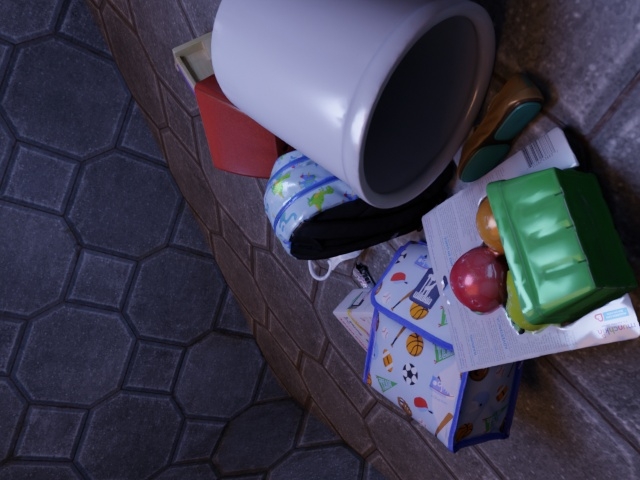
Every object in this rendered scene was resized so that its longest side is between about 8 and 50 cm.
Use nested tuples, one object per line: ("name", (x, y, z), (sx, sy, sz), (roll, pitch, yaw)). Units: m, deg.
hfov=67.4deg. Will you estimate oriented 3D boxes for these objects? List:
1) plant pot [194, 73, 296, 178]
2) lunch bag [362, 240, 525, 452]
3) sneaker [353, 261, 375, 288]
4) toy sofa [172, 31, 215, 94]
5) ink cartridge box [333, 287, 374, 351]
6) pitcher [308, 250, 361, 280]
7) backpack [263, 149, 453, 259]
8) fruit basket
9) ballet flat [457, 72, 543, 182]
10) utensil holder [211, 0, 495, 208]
("plant pot", (-0.138, -0.320, 1.300), (0.235, 0.267, 0.268), (30, 145, 29))
("lunch bag", (0.279, 0.217, 1.104), (0.327, 0.238, 0.386), (25, 110, 54))
("sneaker", (0.138, 0.109, 1.512), (0.098, 0.038, 0.069), (45, 153, 28))
("toy sofa", (-0.319, -0.459, 1.548), (0.363, 0.150, 0.177), (58, 166, 4))
("ink cartridge box", (0.188, 0.251, 1.446), (0.201, 0.117, 0.278), (50, 157, -10))
("pitcher", (0.000, 0.000, 1.421), (0.207, 0.177, 0.125), (51, -166, 3))
("backpack", (0.056, -0.088, 1.047), (0.273, 0.355, 0.290), (53, 156, 14))
("fruit basket", (0.327, 0.039, 0.826), (0.353, 0.165, 0.327), (134, 131, -59))
("ballet flat", (0.300, -0.190, 0.828), (0.232, 0.080, 0.073), (117, 147, -60))
("utensil holder", (0.041, -0.291, 0.835), (0.385, 0.327, 0.328), (38, 149, 30))
